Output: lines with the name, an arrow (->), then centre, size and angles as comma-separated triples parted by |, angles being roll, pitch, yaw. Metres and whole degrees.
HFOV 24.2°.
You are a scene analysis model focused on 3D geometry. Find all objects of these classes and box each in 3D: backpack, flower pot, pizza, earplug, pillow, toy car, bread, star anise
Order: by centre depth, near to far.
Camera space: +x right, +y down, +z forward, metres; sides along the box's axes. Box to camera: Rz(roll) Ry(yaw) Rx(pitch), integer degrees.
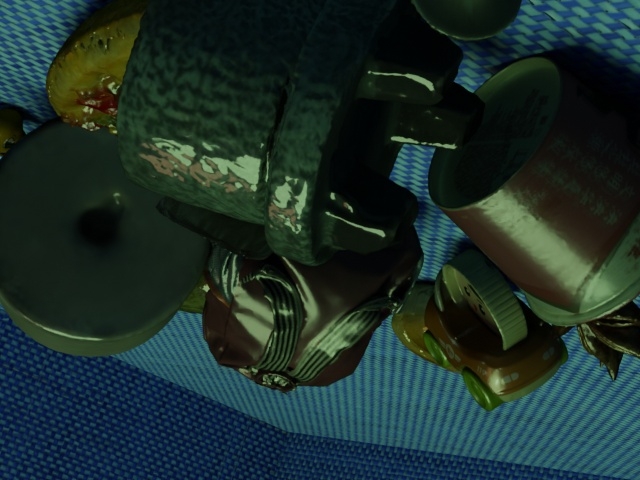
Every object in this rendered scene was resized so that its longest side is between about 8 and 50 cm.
flower pot -> -0.010, -0.114, 1.383 | 0.282, 0.299, 0.299 | 17, 166, 14
pillow -> -0.069, -0.045, 1.533 | 0.130, 0.038, 0.232 | 28, -150, 15
pizza -> -0.111, -0.135, 1.719 | 0.406, 0.130, 0.440 | 25, 164, -19
star anise -> 0.363, 0.068, 1.978 | 0.272, 0.102, 0.272 | 40, 157, 20
backpack -> -0.034, 0.088, 2.038 | 0.283, 0.197, 0.317 | 11, 130, -17
toy car -> 0.236, 0.102, 2.139 | 0.235, 0.145, 0.235 | 54, 166, 20
earplug -> -0.331, 0.011, 2.157 | 0.312, 0.313, 0.394 | 19, 168, -7
bread -> 0.218, 0.151, 2.419 | 0.140, 0.106, 0.236 | -1, 157, 45

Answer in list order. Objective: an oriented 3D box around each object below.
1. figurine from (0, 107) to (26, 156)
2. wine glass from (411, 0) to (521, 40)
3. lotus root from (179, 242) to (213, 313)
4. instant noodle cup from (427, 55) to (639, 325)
figurine -> -0.501, -0.157, 2.156 | 0.176, 0.121, 0.122 | -16, 127, 37
wine glass -> 0.144, -0.238, 1.111 | 0.103, 0.103, 0.231 | 19, 162, -8
lotus root -> -0.179, 0.042, 2.379 | 0.173, 0.173, 0.309 | 28, 159, -36
instant noodle cup -> 0.229, -0.059, 1.461 | 0.178, 0.235, 0.235 | 35, 159, -24
